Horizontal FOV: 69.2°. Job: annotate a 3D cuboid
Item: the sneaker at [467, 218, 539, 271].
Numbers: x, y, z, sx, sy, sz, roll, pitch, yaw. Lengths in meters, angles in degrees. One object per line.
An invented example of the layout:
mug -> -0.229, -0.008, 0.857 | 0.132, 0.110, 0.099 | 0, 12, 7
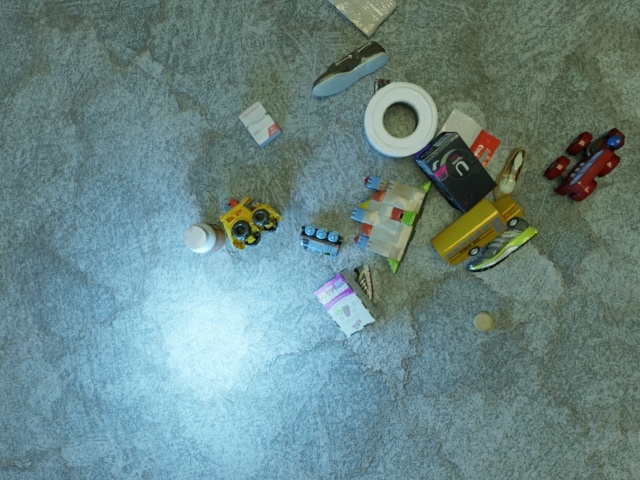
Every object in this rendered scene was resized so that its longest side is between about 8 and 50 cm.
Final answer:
sneaker -> 0.694, 0.017, 1.820 | 0.300, 0.111, 0.121 | -36, 70, 3

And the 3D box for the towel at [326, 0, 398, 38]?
towel -> 0.158, -0.985, 1.894 | 0.282, 0.049, 0.187 | 43, 94, 4

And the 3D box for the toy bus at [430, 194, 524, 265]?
toy bus -> 0.597, -0.049, 1.774 | 0.332, 0.108, 0.130 | -41, 131, 17

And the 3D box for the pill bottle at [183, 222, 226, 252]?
pill bottle -> -0.467, -0.010, 1.865 | 0.121, 0.216, 0.121 | 0, 90, 5

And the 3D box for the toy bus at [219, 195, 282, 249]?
toy bus -> -0.298, -0.103, 1.899 | 0.220, 0.149, 0.211 | -36, 71, 2

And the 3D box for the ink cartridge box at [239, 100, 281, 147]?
ink cartridge box -> -0.249, -0.480, 1.923 | 0.109, 0.063, 0.150 | -36, 86, 5

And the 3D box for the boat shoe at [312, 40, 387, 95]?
boat shoe -> 0.106, -0.693, 1.876 | 0.335, 0.112, 0.096 | -27, 70, -1

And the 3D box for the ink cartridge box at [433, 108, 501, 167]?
ink cartridge box -> 0.576, -0.383, 1.847 | 0.232, 0.066, 0.189 | 33, 93, 9

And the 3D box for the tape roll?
tape roll -> 0.312, -0.473, 1.833 | 0.286, 0.100, 0.286 | 0, 97, 4

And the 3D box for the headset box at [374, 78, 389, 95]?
headset box -> 0.249, -0.619, 1.890 | 0.062, 0.032, 0.083 | 0, 89, 5

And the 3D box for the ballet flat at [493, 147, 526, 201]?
ballet flat -> 0.743, -0.258, 1.819 | 0.080, 0.073, 0.232 | 19, 92, 6

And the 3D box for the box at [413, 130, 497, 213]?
box -> 0.511, -0.263, 1.772 | 0.165, 0.143, 0.270 | -42, 104, 5

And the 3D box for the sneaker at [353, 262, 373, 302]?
sneaker -> 0.172, 0.180, 1.881 | 0.074, 0.063, 0.171 | -8, 91, 13

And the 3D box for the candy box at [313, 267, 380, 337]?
candy box -> 0.104, 0.251, 1.855 | 0.159, 0.071, 0.233 | -38, 85, 29

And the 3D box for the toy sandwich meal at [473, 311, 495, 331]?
toy sandwich meal -> 0.652, 0.325, 1.849 | 0.085, 0.029, 0.086 | 0, 89, 10

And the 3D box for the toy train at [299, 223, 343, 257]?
toy train -> 0.000, 0.000, 1.891 | 0.184, 0.080, 0.105 | 16, 97, 5

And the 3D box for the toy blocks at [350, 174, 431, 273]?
toy blocks -> 0.247, -0.092, 1.834 | 0.260, 0.190, 0.382 | 21, 91, 17

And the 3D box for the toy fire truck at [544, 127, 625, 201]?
toy fire truck -> 0.997, -0.287, 1.704 | 0.169, 0.254, 0.302 | 42, 94, 4
